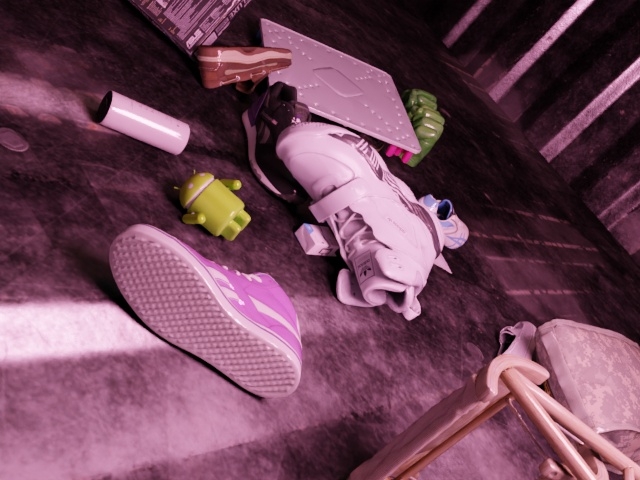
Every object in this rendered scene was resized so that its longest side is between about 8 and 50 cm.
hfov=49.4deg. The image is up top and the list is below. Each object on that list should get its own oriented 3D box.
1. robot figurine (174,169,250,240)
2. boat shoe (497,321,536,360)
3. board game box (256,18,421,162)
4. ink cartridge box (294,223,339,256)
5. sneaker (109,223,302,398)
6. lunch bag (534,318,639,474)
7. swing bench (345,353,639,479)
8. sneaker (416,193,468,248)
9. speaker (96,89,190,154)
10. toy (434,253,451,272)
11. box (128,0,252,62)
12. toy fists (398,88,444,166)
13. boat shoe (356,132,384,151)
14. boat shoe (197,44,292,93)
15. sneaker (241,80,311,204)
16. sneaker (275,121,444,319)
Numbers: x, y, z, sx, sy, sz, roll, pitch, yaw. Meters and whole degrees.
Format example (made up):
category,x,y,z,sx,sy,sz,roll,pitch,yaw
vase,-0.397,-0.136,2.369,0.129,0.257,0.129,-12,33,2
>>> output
category,x,y,z,sx,sy,sz,roll,pitch,yaw
robot figurine,-0.160,-0.053,1.034,0.115,0.067,0.101,42,57,-3
boat shoe,0.394,0.208,1.418,0.063,0.066,0.184,44,37,-1
board game box,0.032,-0.367,1.691,0.389,0.050,0.390,18,35,-23
ink cartridge box,0.000,0.000,1.215,0.083,0.028,0.048,7,45,-50
sneaker,-0.135,0.066,0.879,0.282,0.102,0.161,46,22,-19
lunch bag,0.523,0.294,1.325,0.287,0.169,0.235,25,40,-36
swing bench,0.203,0.292,0.824,0.255,0.253,0.165,46,27,5
sneaker,0.263,-0.040,1.463,0.237,0.086,0.085,14,39,-55
speaker,-0.274,-0.182,1.079,0.136,0.055,0.055,20,35,-37
toy,0.154,-0.008,1.402,0.237,0.056,0.137,28,32,-38
box,-0.240,-0.553,1.384,0.242,0.307,0.076,42,1,-1
toy fists,0.260,-0.326,1.905,0.096,0.142,0.279,32,29,-20
boat shoe,0.130,-0.253,1.725,0.056,0.049,0.152,50,30,8
boat shoe,-0.157,-0.354,1.442,0.095,0.095,0.257,16,21,37
sneaker,-0.068,-0.195,1.297,0.107,0.124,0.283,18,36,-39
sneaker,0.061,-0.028,1.154,0.365,0.137,0.210,39,43,-21
